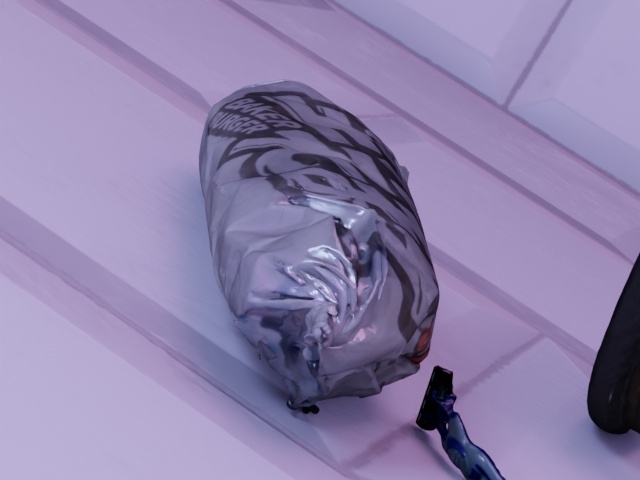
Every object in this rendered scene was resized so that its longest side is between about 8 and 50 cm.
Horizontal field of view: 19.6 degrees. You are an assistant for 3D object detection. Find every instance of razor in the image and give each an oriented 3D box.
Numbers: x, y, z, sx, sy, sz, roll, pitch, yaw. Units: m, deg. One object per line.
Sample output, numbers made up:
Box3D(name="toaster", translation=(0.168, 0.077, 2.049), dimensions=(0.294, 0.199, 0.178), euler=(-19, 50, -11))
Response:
Box3D(name="razor", translation=(0.101, 0.127, 0.916), dimensions=(0.028, 0.044, 0.154), euler=(-27, 56, -39))

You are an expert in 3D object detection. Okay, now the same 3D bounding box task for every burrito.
Box3D(name="burrito", translation=(0.000, 0.000, 1.000), dimensions=(0.139, 0.101, 0.445), euler=(33, 10, -12))

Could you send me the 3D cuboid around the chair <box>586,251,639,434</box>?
Box3D(name="chair", translation=(0.401, 0.076, 1.093), dimensions=(0.410, 0.364, 0.362), euler=(30, 13, 19))
